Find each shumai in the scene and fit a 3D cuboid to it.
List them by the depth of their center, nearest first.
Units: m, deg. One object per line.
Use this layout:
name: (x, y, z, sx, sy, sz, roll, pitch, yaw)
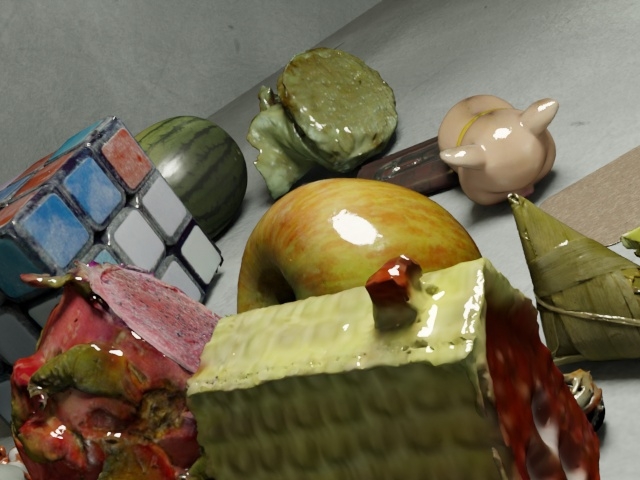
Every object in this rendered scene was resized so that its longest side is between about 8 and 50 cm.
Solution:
shumai: (-0.004, -0.236, 1.525, 0.330, 0.292, 0.288, -44, -11, -45)

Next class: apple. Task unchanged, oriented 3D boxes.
apple: (0.050, 0.067, 0.708, 0.264, 0.264, 0.264, -25, 23, 12)

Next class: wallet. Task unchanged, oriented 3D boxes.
wallet: (0.158, -0.125, 1.249, 0.229, 0.049, 0.182, -19, 28, 28)

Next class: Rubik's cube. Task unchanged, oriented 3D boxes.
Rubik's cube: (-0.434, 0.059, 1.186, 0.358, 0.363, 0.362, -22, 28, 29)

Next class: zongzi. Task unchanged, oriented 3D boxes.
zongzi: (0.270, 0.027, 0.640, 0.160, 0.176, 0.078, -10, 10, 33)

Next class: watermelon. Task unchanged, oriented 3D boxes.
watermelon: (-0.306, -0.124, 1.512, 0.278, 0.279, 0.359, -2, 38, 48)

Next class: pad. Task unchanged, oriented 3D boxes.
pad: (0.425, -0.082, 0.891, 0.266, 0.002, 0.176, -30, 23, 1)

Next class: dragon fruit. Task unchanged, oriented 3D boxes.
dragon fruit: (-0.219, 0.196, 0.791, 0.263, 0.314, 0.296, -56, -1, 4)

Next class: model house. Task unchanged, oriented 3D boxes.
model house: (0.047, 0.120, 0.430, 0.196, 0.254, 0.160, -13, 31, 30)

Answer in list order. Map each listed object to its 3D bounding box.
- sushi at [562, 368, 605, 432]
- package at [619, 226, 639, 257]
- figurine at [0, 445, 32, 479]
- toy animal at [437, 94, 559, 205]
sushi: (0.136, 0.173, 0.594, 0.226, 0.097, 0.103, -36, 24, -12)
package: (0.393, 0.011, 0.597, 0.168, 0.090, 0.226, -6, 12, -23)
figurine: (-0.424, 0.343, 0.887, 0.226, 0.160, 0.183, -1, 36, 34)
toy animal: (0.261, -0.145, 1.048, 0.165, 0.149, 0.248, -40, 13, 8)
